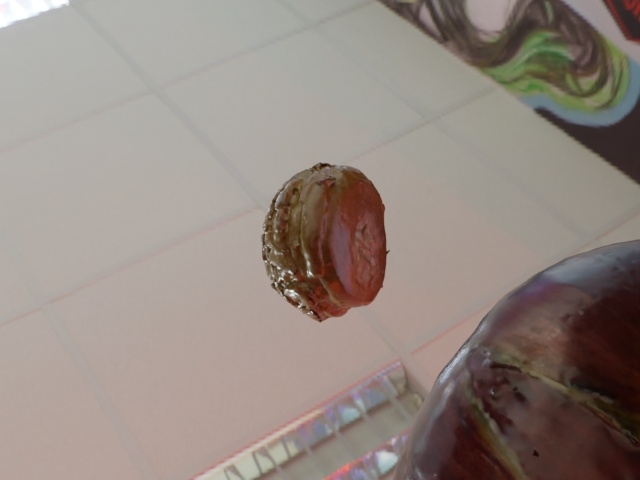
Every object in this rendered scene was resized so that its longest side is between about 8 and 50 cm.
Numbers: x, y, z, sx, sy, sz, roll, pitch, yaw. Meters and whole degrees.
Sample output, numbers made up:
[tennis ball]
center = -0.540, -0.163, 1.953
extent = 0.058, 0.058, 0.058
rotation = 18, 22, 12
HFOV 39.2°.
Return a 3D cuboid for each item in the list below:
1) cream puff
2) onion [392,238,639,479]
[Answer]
[cream puff]
center = 0.000, 0.000, 0.930
extent = 0.115, 0.150, 0.165
rotation = 3, -113, 32
[onion]
center = 0.149, 0.118, 0.378
extent = 0.248, 0.248, 0.161
rotation = -25, -143, -20
